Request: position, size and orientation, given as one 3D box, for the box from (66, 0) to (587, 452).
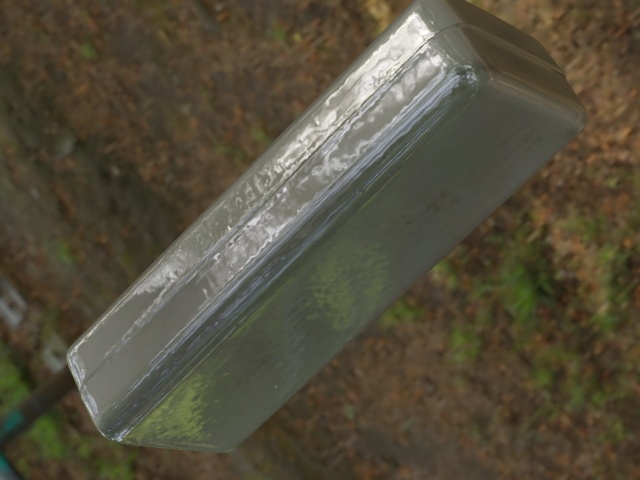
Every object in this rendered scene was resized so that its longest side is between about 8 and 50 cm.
[{"bbox_3d":[0.000,0.000,0.723,0.244,0.103,0.055,-43,58,22],"label":"box"}]
